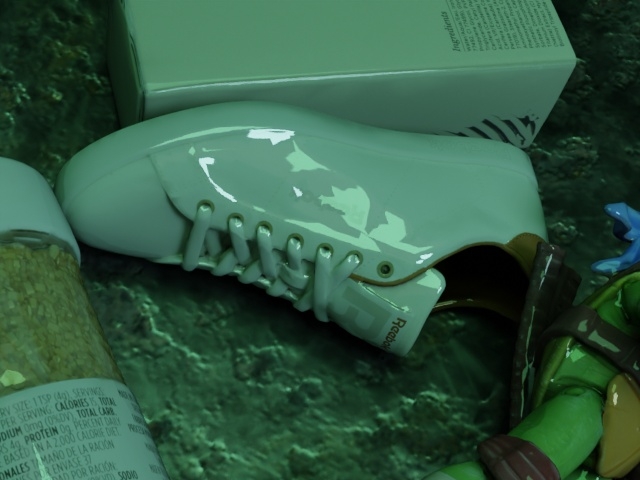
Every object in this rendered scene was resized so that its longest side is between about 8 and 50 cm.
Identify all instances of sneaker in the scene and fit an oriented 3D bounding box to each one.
[{"bbox_3d":[0.000,0.000,0.663,0.290,0.106,0.123,1,55,-15],"label":"sneaker"}]

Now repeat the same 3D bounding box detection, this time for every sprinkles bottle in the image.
[{"bbox_3d":[-0.122,0.131,0.540,0.121,0.121,0.355,-17,63,-23],"label":"sprinkles bottle"}]

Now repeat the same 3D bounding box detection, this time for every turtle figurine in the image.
[{"bbox_3d":[0.171,0.124,0.566,0.266,0.198,0.275,-36,83,-18],"label":"turtle figurine"}]

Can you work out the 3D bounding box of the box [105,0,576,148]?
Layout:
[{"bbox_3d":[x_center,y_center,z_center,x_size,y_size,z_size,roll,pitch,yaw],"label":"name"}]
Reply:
[{"bbox_3d":[0.010,-0.115,0.748,0.275,0.094,0.113,-5,59,-17],"label":"box"}]
